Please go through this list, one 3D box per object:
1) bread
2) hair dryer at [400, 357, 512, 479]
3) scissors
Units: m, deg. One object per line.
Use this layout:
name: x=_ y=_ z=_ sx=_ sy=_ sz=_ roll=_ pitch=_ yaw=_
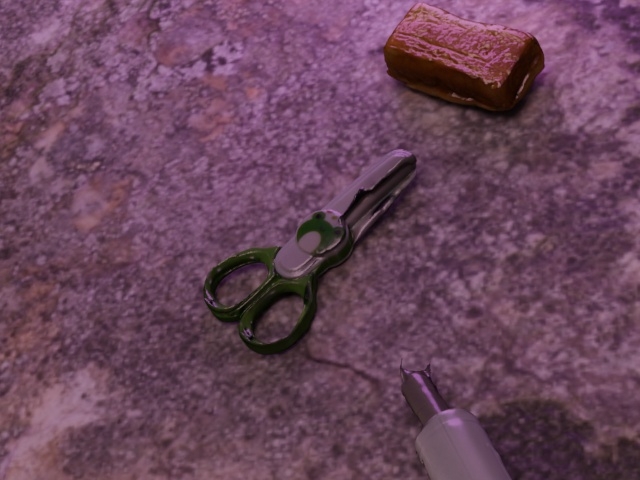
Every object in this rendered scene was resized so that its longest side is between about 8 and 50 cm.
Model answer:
bread: x=0.118 y=-0.152 z=1.265 sx=0.132 sy=0.053 sz=0.074 roll=19 pitch=68 yaw=31
hair dryer: x=0.110 y=0.204 z=0.993 sx=0.173 sy=0.107 sz=0.357 roll=-26 pitch=41 yaw=0
scissors: x=0.000 y=0.000 z=1.212 sx=0.204 sy=0.027 sz=0.101 roll=-44 pitch=55 yaw=-11
